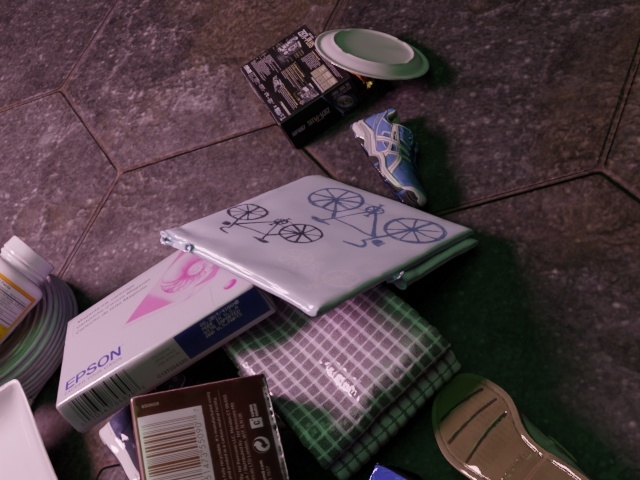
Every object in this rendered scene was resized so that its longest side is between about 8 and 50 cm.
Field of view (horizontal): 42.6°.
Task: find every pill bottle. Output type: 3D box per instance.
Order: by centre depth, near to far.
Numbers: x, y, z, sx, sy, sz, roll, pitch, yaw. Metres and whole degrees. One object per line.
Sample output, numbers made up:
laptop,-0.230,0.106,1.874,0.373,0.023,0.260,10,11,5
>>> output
pill bottle,-0.531,0.099,1.315,0.117,0.117,0.215,28,73,35

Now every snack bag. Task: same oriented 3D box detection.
snack bag,0.000,0.000,1.168,0.323,0.037,0.342,23,33,37

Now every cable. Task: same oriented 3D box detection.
cable,-0.542,0.158,1.413,0.257,0.089,0.257,26,74,34

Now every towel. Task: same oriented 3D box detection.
towel,0.014,0.153,1.128,0.235,0.121,0.284,-45,46,-8

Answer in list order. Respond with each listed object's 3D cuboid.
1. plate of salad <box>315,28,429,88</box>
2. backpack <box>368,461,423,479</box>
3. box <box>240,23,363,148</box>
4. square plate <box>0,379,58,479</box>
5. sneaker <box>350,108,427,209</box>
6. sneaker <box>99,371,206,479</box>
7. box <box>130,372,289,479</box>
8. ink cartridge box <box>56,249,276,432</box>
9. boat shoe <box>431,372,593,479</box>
plate of salad,0.087,-0.312,1.408,0.200,0.048,0.200,8,35,-6
backpack,0.103,0.331,0.997,0.098,0.120,0.101,28,84,32
box,-0.035,-0.275,1.460,0.147,0.077,0.180,-35,53,1
square plate,-0.519,0.442,1.218,0.344,0.049,0.347,-34,66,1
sneaker,0.120,-0.136,1.302,0.081,0.080,0.211,-32,53,5
sneaker,-0.209,0.284,1.186,0.163,0.086,0.226,-48,52,-6
box,-0.141,0.288,1.033,0.167,0.203,0.168,-9,64,-14
ink cartridge box,-0.242,0.094,1.249,0.324,0.071,0.330,-33,29,3
boat shoe,0.238,0.273,0.981,0.113,0.103,0.302,-43,32,1
